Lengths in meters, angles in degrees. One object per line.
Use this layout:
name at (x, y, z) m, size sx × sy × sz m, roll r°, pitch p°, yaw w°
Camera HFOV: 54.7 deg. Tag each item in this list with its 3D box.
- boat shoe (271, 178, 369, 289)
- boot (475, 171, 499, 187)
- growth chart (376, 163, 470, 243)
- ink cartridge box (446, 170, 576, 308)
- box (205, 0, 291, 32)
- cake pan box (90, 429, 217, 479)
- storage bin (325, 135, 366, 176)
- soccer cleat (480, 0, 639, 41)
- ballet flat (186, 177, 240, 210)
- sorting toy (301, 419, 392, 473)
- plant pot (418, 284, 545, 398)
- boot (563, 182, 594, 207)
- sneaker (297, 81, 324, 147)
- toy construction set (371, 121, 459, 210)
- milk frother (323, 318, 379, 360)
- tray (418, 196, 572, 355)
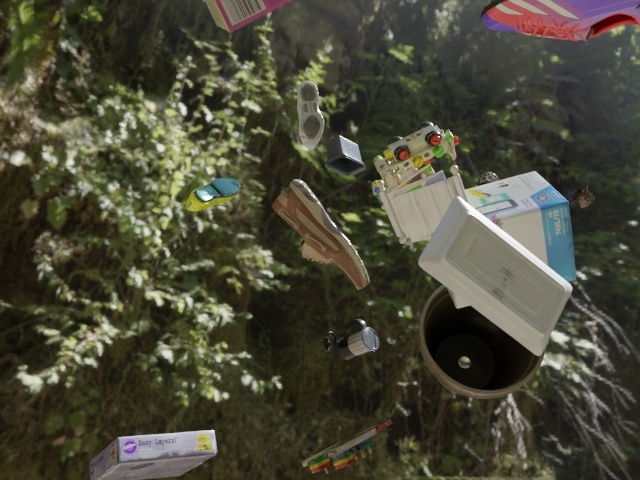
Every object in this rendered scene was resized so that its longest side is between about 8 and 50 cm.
boat shoe at (0.000, 0.000, 1.564) m, size 0.324 × 0.116 × 0.123 m, roll 52°, pitch 3°, yaw -4°
boot at (0.455, -0.052, 1.705) m, size 0.085 × 0.178 × 0.236 m, roll 6°, pitch -42°, yaw 21°
growth chart at (0.214, -0.075, 1.281) m, size 0.021 × 0.172 × 0.237 m, roll -21°, pitch 7°, yaw -37°
ink cartridge box at (0.396, -0.004, 1.391) m, size 0.270 × 0.197 × 0.198 m, roll -15°, pitch 25°, yaw 3°
box at (-0.155, -0.581, 1.405) m, size 0.117 × 0.214 × 0.243 m, roll 64°, pitch -5°, yaw -28°
cake pan box at (-0.422, 0.546, 1.544) m, size 0.246 × 0.070 × 0.267 m, roll 8°, pitch -33°, yaw -31°
storage bin at (0.072, -0.274, 2.003) m, size 0.098 × 0.091 × 0.135 m, roll -23°, pitch -27°, yaw 36°
soccer cleat at (0.453, -0.425, 1.163) m, size 0.318 × 0.116 × 0.109 m, roll 0°, pitch 2°, yaw 37°
ballet flat at (-0.334, -0.138, 1.897) m, size 0.077 × 0.077 × 0.231 m, roll 48°, pitch 29°, yaw 5°
sorting toy at (0.055, 0.480, 1.396) m, size 0.274 × 0.046 × 0.132 m, roll -10°, pitch -20°, yaw -45°
plant pot at (0.418, 0.295, 1.698) m, size 0.323 × 0.323 × 0.280 m, roll 13°, pitch -26°, yaw 8°
boot at (0.837, -0.127, 2.013) m, size 0.114 × 0.106 × 0.037 m, roll 34°, pitch 20°, yaw -51°
sneaker at (-0.039, -0.434, 2.183) m, size 0.090 × 0.232 × 0.115 m, roll -1°, pitch -6°, yaw -7°
toy construction set at (0.299, -0.243, 1.904) m, size 0.151 × 0.328 × 0.215 m, roll 46°, pitch -12°, yaw 48°
milk frother at (0.103, 0.354, 2.159) m, size 0.135 × 0.129 × 0.143 m, roll -32°, pitch -6°, yaw 42°
tray at (0.298, 0.057, 1.015) m, size 0.270 × 0.145 × 0.030 m, roll 36°, pitch -18°, yaw -10°
